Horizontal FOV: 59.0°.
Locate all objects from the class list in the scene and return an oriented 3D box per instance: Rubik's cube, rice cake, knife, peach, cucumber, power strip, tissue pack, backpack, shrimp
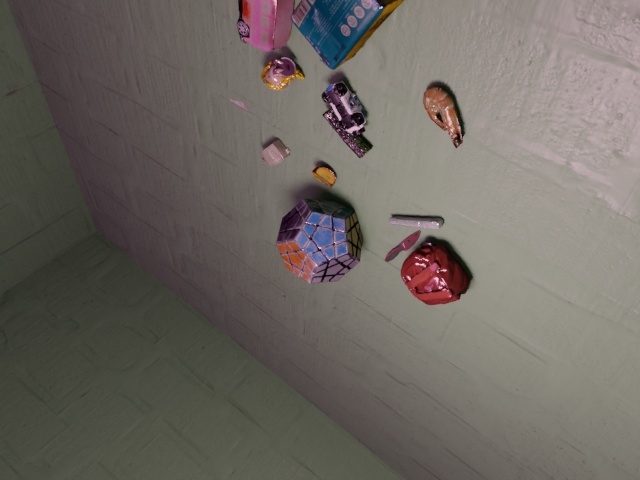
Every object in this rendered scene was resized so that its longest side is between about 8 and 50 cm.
[{"bbox_3d":[0.000,0.000,2.034,0.319,0.319,0.264,48,174,0],"label":"Rubik's cube"},{"bbox_3d":[0.306,-0.060,1.821,0.208,0.033,0.033,7,120,49],"label":"rice cake"},{"bbox_3d":[0.284,0.025,1.955,0.035,0.018,0.247,49,148,4],"label":"knife"},{"bbox_3d":[0.017,-0.227,1.971,0.083,0.050,0.077,35,171,37],"label":"peach"},{"bbox_3d":[0.081,-0.339,1.770,0.187,0.058,0.058,49,149,-1],"label":"cucumber"},{"bbox_3d":[-0.181,-0.318,2.122,0.075,0.042,0.175,53,148,-11],"label":"power strip"},{"bbox_3d":[0.069,-0.595,1.427,0.192,0.134,0.271,50,149,-5],"label":"tissue pack"},{"bbox_3d":[0.362,0.120,1.845,0.229,0.139,0.229,27,139,25],"label":"backpack"},{"bbox_3d":[0.326,-0.324,1.501,0.099,0.041,0.180,-7,120,54],"label":"shrimp"}]

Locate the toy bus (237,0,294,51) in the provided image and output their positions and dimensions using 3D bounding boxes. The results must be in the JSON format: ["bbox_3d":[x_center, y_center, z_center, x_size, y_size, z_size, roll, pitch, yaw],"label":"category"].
[{"bbox_3d":[-0.153,-0.684,1.608,0.147,0.127,0.302,33,146,17],"label":"toy bus"}]

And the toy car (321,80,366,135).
[{"bbox_3d":[0.080,-0.394,1.694,0.080,0.070,0.170,-14,111,55],"label":"toy car"}]

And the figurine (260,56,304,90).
[{"bbox_3d":[-0.123,-0.521,1.802,0.115,0.094,0.156,17,165,-26],"label":"figurine"}]
